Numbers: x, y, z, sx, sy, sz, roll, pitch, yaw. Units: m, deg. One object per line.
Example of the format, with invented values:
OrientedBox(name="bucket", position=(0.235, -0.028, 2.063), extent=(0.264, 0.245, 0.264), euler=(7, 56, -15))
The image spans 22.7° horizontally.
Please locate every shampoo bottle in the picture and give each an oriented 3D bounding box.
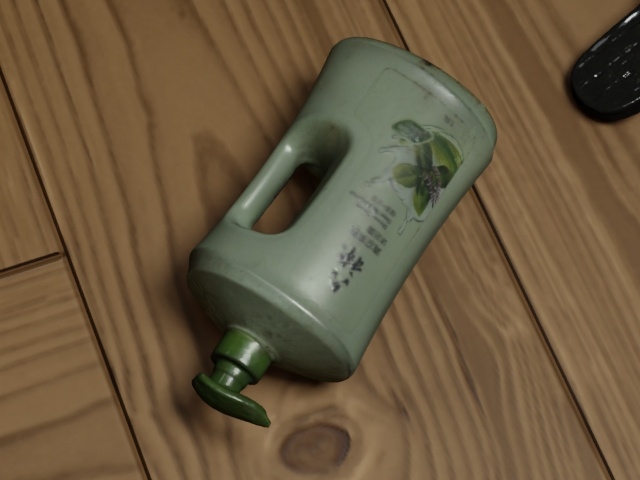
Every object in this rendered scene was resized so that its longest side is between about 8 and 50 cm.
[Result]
OrientedBox(name="shampoo bottle", position=(0.000, 0.000, 0.920), extent=(0.118, 0.087, 0.234), euler=(31, 67, 5))

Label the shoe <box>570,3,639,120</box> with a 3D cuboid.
OrientedBox(name="shoe", position=(0.242, -0.134, 1.032), extent=(0.179, 0.049, 0.071), euler=(-36, 60, -1))
